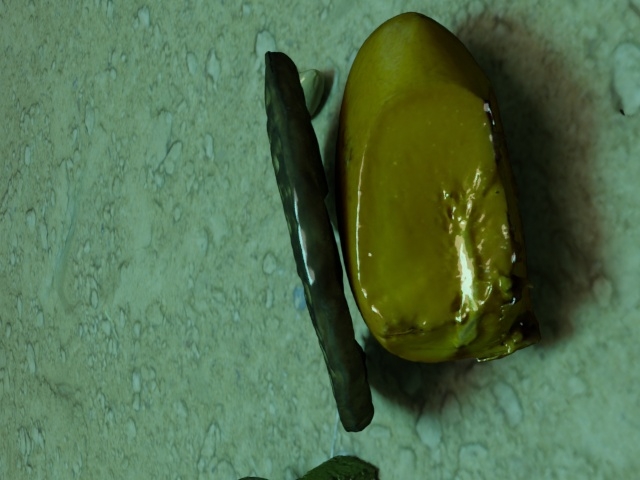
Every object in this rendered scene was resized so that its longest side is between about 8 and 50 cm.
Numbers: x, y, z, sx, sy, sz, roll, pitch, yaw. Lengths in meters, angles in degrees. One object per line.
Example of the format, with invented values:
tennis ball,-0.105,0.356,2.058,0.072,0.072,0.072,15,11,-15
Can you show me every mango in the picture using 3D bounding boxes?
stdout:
mango,0.070,-0.042,0.607,0.154,0.126,0.252,75,-175,-72

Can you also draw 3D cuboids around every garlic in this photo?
garlic,-0.028,-0.135,0.827,0.083,0.041,0.053,25,104,59

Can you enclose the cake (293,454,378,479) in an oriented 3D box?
cake,-0.008,0.219,0.715,0.055,0.140,0.051,6,102,39

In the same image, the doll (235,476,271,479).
doll,-0.105,0.379,0.789,0.235,0.174,0.330,-121,32,-64

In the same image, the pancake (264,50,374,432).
pancake,0.000,0.000,0.686,0.288,0.033,0.286,-98,-7,-58
